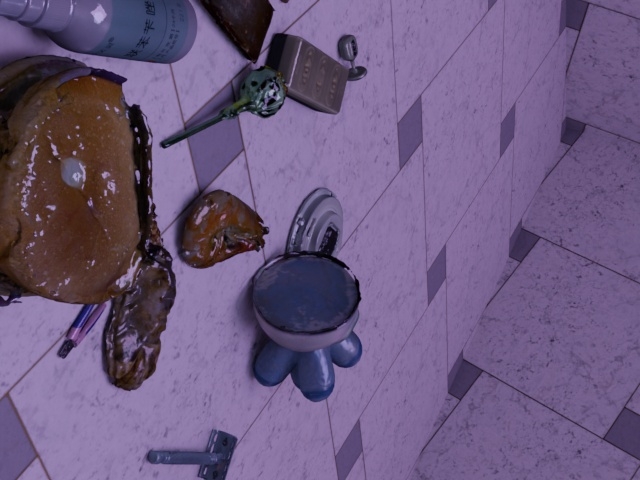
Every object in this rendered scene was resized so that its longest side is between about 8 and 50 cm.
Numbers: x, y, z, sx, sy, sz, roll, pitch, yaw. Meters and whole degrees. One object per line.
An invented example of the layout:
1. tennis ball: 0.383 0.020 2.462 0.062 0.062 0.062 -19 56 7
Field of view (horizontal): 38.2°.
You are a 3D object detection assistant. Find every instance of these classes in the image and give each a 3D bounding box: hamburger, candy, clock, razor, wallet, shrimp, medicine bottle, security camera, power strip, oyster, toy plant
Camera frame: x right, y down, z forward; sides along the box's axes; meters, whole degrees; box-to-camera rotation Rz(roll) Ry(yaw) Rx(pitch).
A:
1. hamburger: -0.350 -0.069 1.159 0.276 0.195 0.318 -15 115 -58
2. candy: -0.166 -0.226 1.609 0.305 0.083 0.091 -35 136 -43
3. clock: 0.000 0.000 2.092 0.236 0.053 0.237 -40 137 -51
4. razor: -0.257 0.423 1.809 0.232 0.068 0.106 26 79 -58
5. wallet: -0.145 -0.406 1.582 0.232 0.031 0.122 46 59 -64
6. shrimp: -0.172 -0.009 1.728 0.154 0.062 0.294 -63 153 4
7. medicine bottle: -0.302 -0.301 1.217 0.352 0.110 0.110 -11 114 -63
8. security camera: 0.067 -0.399 2.008 0.058 0.058 0.092 -54 140 -37
9. power strip: -0.021 -0.326 1.839 0.256 0.070 0.105 11 94 -66
10. oyster: -0.295 0.096 1.523 0.128 0.078 0.345 -18 123 -51
11. toy plant: -0.029 0.213 1.988 0.247 0.247 0.332 -52 153 -40

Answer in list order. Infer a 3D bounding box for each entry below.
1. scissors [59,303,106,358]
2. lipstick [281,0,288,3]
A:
1. scissors: -0.372 0.136 1.441 0.113 0.012 0.039 -61 152 -26
2. lipstick: -0.048 -0.484 1.749 0.094 0.019 0.019 -59 151 -30
